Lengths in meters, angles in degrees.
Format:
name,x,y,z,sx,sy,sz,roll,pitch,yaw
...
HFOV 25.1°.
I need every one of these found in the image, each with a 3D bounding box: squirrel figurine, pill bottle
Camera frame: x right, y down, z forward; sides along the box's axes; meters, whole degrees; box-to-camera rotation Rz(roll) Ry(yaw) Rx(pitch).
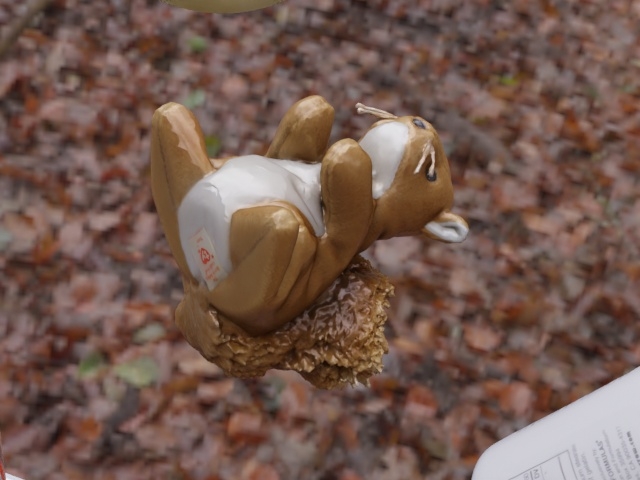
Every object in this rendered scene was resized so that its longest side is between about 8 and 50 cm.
name,x,y,z,sx,sy,sz,roll,pitch,yaw
squirrel figurine,0.000,0.000,1.879,0.370,0.397,0.281,-18,38,-34
pill bottle,0.175,0.180,0.964,0.131,0.229,0.131,38,33,-31

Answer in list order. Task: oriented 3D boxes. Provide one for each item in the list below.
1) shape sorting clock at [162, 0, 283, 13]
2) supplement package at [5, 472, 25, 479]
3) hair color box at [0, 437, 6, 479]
name,x,y,z,sx,sy,sz,roll,pitch,yaw
shape sorting clock,-0.073,-0.254,1.011,0.206,0.206,0.040,8,41,-8
supplement package,-0.503,0.424,1.804,0.199,0.262,0.198,20,34,3
hair color box,-0.395,0.195,1.631,0.053,0.093,0.167,-10,44,-10
